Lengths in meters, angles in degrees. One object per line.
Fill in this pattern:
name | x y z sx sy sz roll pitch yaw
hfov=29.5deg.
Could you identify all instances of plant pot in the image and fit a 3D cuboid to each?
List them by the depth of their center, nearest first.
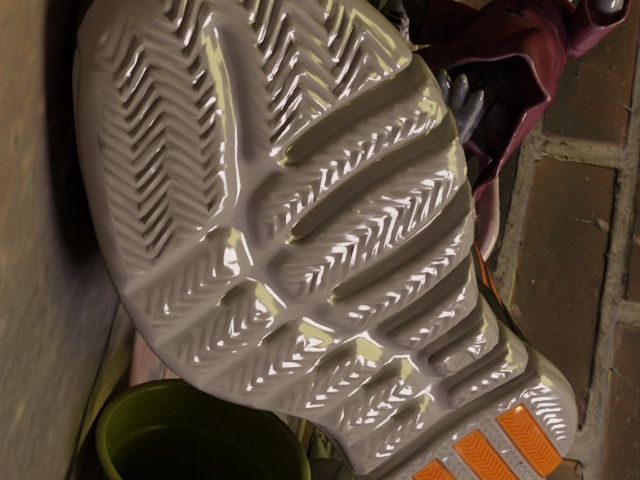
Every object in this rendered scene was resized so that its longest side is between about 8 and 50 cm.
plant pot | -0.056 0.111 0.476 0.083 0.083 0.079 -68 180 -61

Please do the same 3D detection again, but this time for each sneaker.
sneaker | -0.013 -0.019 0.486 0.180 0.124 0.321 60 1 43
sneaker | 0.068 -0.206 1.190 0.069 0.038 0.098 81 20 -73

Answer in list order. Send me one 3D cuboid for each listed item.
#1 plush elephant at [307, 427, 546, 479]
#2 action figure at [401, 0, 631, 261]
plush elephant | 0.088 0.326 1.224 0.330 0.255 0.272 -70 168 -57
action figure | 0.179 -0.156 1.102 0.370 0.248 0.276 -46 132 -45
